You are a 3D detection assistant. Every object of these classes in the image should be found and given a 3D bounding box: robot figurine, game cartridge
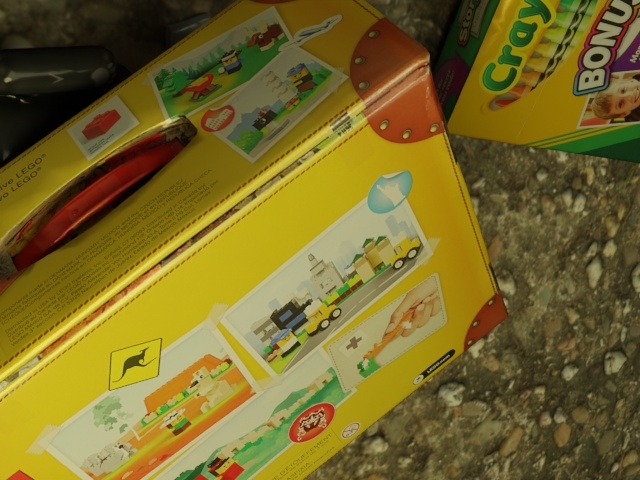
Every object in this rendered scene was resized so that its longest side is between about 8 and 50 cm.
[{"bbox_3d":[-0.259,-0.082,0.844,0.278,0.173,0.209,-8,113,-36],"label":"robot figurine"},{"bbox_3d":[-0.134,-0.193,0.989,0.056,0.017,0.083,-26,125,-22],"label":"game cartridge"}]

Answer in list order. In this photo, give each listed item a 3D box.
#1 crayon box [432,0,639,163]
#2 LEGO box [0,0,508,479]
[{"bbox_3d":[0.336,-0.281,1.126,0.313,0.106,0.363,5,127,-20],"label":"crayon box"},{"bbox_3d":[-0.109,0.069,0.813,0.500,0.193,0.372,-37,141,-7],"label":"LEGO box"}]
